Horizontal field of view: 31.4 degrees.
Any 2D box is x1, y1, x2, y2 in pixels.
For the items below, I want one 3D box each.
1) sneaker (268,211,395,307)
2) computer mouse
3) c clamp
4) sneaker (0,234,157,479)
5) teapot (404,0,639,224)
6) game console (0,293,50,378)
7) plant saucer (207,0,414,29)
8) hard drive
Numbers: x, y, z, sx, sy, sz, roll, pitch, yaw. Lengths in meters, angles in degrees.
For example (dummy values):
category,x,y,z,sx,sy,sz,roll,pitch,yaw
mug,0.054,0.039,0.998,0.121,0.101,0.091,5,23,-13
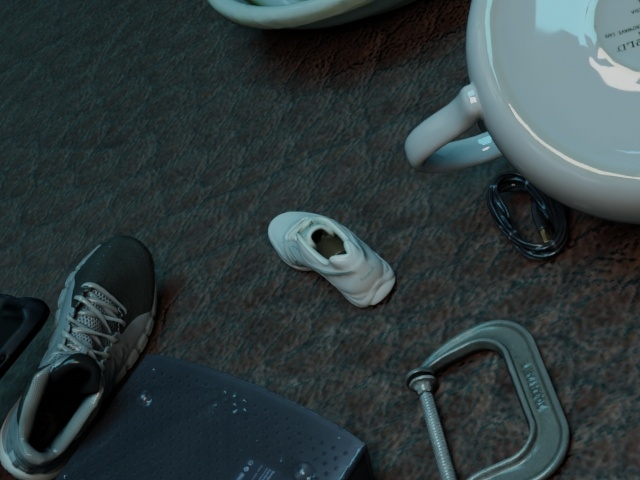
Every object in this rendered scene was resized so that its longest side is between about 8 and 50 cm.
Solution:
category,x,y,z,sx,sy,sz,roll,pitch,yaw
sneaker,0.000,0.000,0.928,0.054,0.061,0.152,-50,38,-10
computer mouse,0.159,-0.077,0.901,0.071,0.041,0.242,-8,51,11
c clamp,0.095,0.125,0.759,0.137,0.022,0.161,-25,41,18
sneaker,-0.186,0.089,0.935,0.229,0.086,0.132,-69,12,-21
teapot,0.218,-0.118,0.775,0.256,0.187,0.253,26,88,16
game console,-0.336,0.182,0.905,0.213,0.044,0.361,4,49,41
plant saucer,0.065,-0.339,1.175,0.400,0.100,0.401,-22,42,21
hard drive,-0.086,0.183,0.822,0.254,0.054,0.172,13,61,46
